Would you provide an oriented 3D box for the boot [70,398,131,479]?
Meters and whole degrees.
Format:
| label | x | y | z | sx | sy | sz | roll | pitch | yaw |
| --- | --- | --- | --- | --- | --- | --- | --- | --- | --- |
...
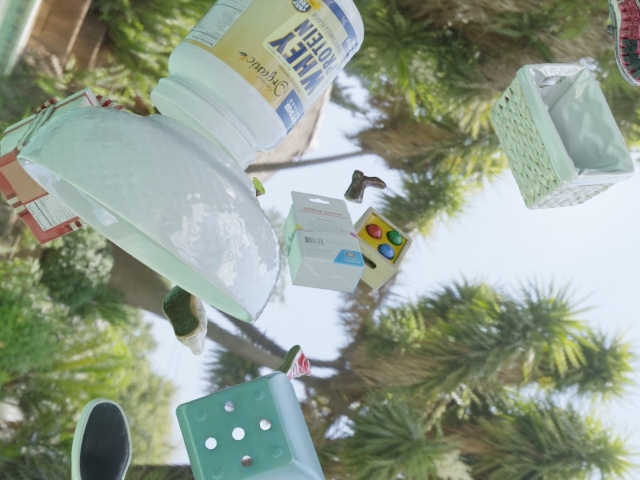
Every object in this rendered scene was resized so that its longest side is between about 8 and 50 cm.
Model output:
| label | x | y | z | sx | sy | sz | roll | pitch | yaw |
| --- | --- | --- | --- | --- | --- | --- | --- | --- | --- |
| boot | -0.364 | 0.371 | 1.236 | 0.176 | 0.088 | 0.244 | -25 | -119 | 49 |

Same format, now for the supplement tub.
| label | x | y | z | sx | sy | sz | roll | pitch | yaw |
| --- | --- | --- | --- | --- | --- | --- | --- | --- | --- |
| supplement tub | -0.103 | -0.290 | 1.325 | 0.316 | 0.228 | 0.228 | -52 | -161 | -10 |

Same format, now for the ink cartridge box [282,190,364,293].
| label | x | y | z | sx | sy | sz | roll | pitch | yaw |
| --- | --- | --- | --- | --- | --- | --- | --- | --- | --- |
| ink cartridge box | 0.000 | 0.000 | 1.322 | 0.181 | 0.104 | 0.062 | -102 | -153 | -51 |

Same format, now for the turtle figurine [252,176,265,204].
| label | x | y | z | sx | sy | sz | roll | pitch | yaw |
| --- | --- | --- | --- | --- | --- | --- | --- | --- | --- |
| turtle figurine | -0.260 | -0.082 | 2.148 | 0.217 | 0.087 | 0.269 | -19 | -165 | 23 |

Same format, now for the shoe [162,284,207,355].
| label | x | y | z | sx | sy | sz | roll | pitch | yaw |
| --- | --- | --- | --- | --- | --- | --- | --- | --- | --- |
| shoe | -0.267 | 0.154 | 1.621 | 0.076 | 0.058 | 0.219 | -30 | -150 | 0 |

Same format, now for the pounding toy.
| label | x | y | z | sx | sy | sz | roll | pitch | yaw |
| --- | --- | --- | --- | --- | --- | --- | --- | --- | --- |
| pounding toy | 0.085 | 0.017 | 1.773 | 0.094 | 0.181 | 0.206 | -49 | -177 | 40 |

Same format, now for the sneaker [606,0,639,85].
| label | x | y | z | sx | sy | sz | roll | pitch | yaw |
| --- | --- | --- | --- | --- | --- | --- | --- | --- | --- |
| sneaker | 0.575 | -0.436 | 1.499 | 0.112 | 0.120 | 0.299 | -44 | 130 | -82 |

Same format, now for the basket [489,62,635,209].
| label | x | y | z | sx | sy | sz | roll | pitch | yaw |
| --- | --- | --- | --- | --- | --- | --- | --- | --- | --- |
| basket | 0.302 | -0.129 | 1.036 | 0.103 | 0.113 | 0.167 | -49 | -127 | 55 |

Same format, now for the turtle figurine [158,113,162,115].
| label | x | y | z | sx | sy | sz | roll | pitch | yaw |
| --- | --- | --- | --- | --- | --- | --- | --- | --- | --- |
| turtle figurine | -0.314 | -0.151 | 1.634 | 0.118 | 0.175 | 0.234 | -34 | -144 | -28 |

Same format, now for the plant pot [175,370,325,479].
| label | x | y | z | sx | sy | sz | roll | pitch | yaw |
| --- | --- | --- | --- | --- | --- | --- | --- | --- | --- |
| plant pot | -0.093 | 0.259 | 1.035 | 0.234 | 0.165 | 0.166 | 89 | -19 | -69 |

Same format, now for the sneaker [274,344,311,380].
| label | x | y | z | sx | sy | sz | roll | pitch | yaw |
| --- | --- | --- | --- | --- | --- | --- | --- | --- | --- |
| sneaker | -0.061 | 0.294 | 1.786 | 0.042 | 0.067 | 0.118 | -6 | -144 | 40 |

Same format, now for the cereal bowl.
| label | x | y | z | sx | sy | sz | roll | pitch | yaw |
| --- | --- | --- | --- | --- | --- | --- | --- | --- | --- |
| cereal bowl | -0.182 | -0.048 | 0.982 | 0.141 | 0.339 | 0.339 | -56 | -162 | -14 |

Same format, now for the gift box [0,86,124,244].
| label | x | y | z | sx | sy | sz | roll | pitch | yaw |
| --- | --- | --- | --- | --- | --- | --- | --- | --- | --- |
| gift box | -0.547 | -0.174 | 1.818 | 0.276 | 0.255 | 0.258 | -20 | -151 | 6 |

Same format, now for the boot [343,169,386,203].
| label | x | y | z | sx | sy | sz | roll | pitch | yaw |
| --- | --- | --- | --- | --- | --- | --- | --- | --- | --- |
| boot | 0.123 | -0.134 | 2.221 | 0.037 | 0.106 | 0.114 | 114 | -4 | -46 |
